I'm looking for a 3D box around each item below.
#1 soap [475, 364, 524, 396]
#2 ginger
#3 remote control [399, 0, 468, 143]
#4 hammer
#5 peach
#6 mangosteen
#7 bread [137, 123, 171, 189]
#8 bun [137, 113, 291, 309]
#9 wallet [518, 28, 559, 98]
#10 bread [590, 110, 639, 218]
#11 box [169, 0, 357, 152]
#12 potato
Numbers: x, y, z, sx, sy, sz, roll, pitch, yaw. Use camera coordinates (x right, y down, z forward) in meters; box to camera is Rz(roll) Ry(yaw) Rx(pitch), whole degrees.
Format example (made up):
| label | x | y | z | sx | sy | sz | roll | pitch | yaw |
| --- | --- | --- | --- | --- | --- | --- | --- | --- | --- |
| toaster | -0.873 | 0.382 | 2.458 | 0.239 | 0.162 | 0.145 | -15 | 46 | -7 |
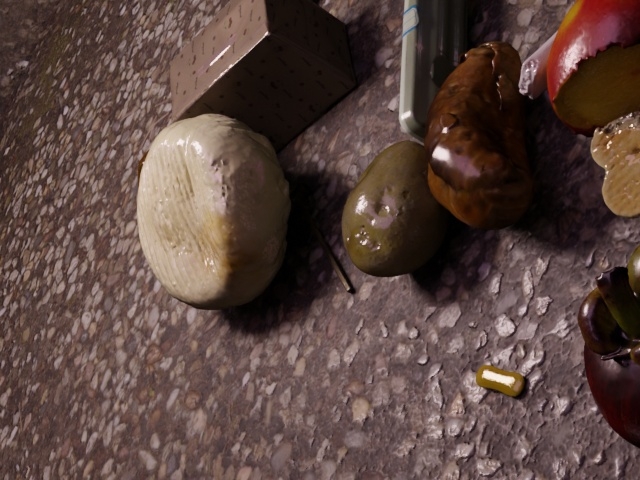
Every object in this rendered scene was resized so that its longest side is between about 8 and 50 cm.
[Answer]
| label | x | y | z | sx | sy | sz | roll | pitch | yaw |
| --- | --- | --- | --- | --- | --- | --- | --- | --- | --- |
| soap | 0.244 | 0.191 | 1.518 | 0.089 | 0.012 | 0.034 | 9 | 77 | 54 |
| ginger | 0.225 | -0.145 | 1.616 | 0.172 | 0.165 | 0.321 | -39 | 38 | 42 |
| remote control | 0.191 | -0.302 | 1.790 | 0.065 | 0.128 | 0.335 | -22 | 53 | 42 |
| hammer | 0.000 | 0.000 | 1.943 | 0.058 | 0.029 | 0.292 | -52 | 39 | 20 |
| peach | 0.394 | -0.236 | 1.440 | 0.196 | 0.190 | 0.226 | 32 | 96 | 25 |
| mangosteen | 0.374 | 0.106 | 1.193 | 0.215 | 0.257 | 0.215 | -28 | 32 | 19 |
| bread | -0.300 | -0.149 | 2.343 | 0.192 | 0.109 | 0.210 | -45 | 39 | 23 |
| bun | -0.181 | -0.055 | 2.021 | 0.365 | 0.219 | 0.365 | 18 | 113 | 50 |
| wallet | 0.347 | -0.278 | 1.567 | 0.033 | 0.095 | 0.190 | 40 | 80 | 19 |
| bread | 0.455 | -0.101 | 1.362 | 0.250 | 0.039 | 0.182 | -27 | 76 | 42 |
| box | -0.115 | -0.318 | 2.108 | 0.297 | 0.225 | 0.191 | -36 | 45 | 33 |
| potato | 0.119 | -0.048 | 1.712 | 0.177 | 0.160 | 0.235 | 3 | 62 | 34 |
